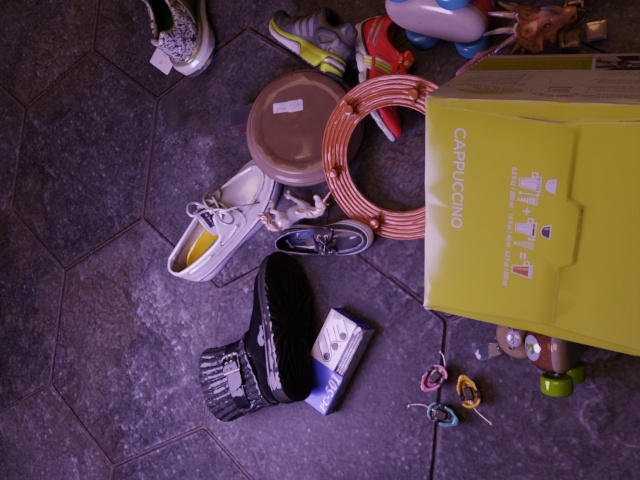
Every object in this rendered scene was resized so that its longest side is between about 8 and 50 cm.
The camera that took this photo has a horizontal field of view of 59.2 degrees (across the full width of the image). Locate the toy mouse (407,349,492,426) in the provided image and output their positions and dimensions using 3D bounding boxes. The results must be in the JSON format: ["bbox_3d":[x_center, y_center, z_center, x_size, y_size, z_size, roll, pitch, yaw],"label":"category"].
[{"bbox_3d":[0.238,0.302,1.101,0.143,0.031,0.161,-28,72,22],"label":"toy mouse"}]

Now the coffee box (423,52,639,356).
[{"bbox_3d":[0.366,-0.081,0.840,0.338,0.334,0.337,11,121,28],"label":"coffee box"}]

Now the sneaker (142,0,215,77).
[{"bbox_3d":[-0.391,-0.635,1.445,0.158,0.182,0.410,-23,74,24],"label":"sneaker"}]

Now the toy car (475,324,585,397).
[{"bbox_3d":[0.359,0.172,1.000,0.188,0.149,0.155,1,95,39],"label":"toy car"}]

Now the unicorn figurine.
[{"bbox_3d":[-0.056,-0.070,1.262,0.162,0.060,0.111,-41,51,-4],"label":"unicorn figurine"}]

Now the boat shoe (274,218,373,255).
[{"bbox_3d":[0.000,0.000,1.219,0.229,0.076,0.080,4,113,29],"label":"boat shoe"}]

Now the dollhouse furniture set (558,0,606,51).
[{"bbox_3d":[0.529,-0.437,1.015,0.182,0.101,0.160,1,109,27],"label":"dollhouse furniture set"}]

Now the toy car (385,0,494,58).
[{"bbox_3d":[0.256,-0.517,1.080,0.210,0.219,0.237,22,90,28],"label":"toy car"}]

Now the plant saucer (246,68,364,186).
[{"bbox_3d":[-0.040,-0.259,1.264,0.278,0.041,0.277,-2,82,13],"label":"plant saucer"}]

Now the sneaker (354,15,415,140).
[{"bbox_3d":[0.143,-0.350,1.184,0.118,0.107,0.278,-14,79,19],"label":"sneaker"}]

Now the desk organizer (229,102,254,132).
[{"bbox_3d":[-0.151,-0.302,1.358,0.130,0.050,0.047,-9,80,27],"label":"desk organizer"}]

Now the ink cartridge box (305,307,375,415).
[{"bbox_3d":[0.027,0.258,1.208,0.097,0.046,0.207,30,99,28],"label":"ink cartridge box"}]

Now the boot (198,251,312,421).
[{"bbox_3d":[-0.155,0.216,1.262,0.260,0.131,0.347,-23,59,39],"label":"boot"}]

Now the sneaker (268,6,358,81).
[{"bbox_3d":[-0.011,-0.456,1.243,0.121,0.111,0.300,-55,48,15],"label":"sneaker"}]

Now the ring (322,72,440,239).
[{"bbox_3d":[0.148,-0.159,1.125,0.337,0.032,0.336,11,114,25],"label":"ring"}]

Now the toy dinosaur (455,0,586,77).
[{"bbox_3d":[0.320,-0.318,1.029,0.296,0.200,0.127,-42,68,18],"label":"toy dinosaur"}]

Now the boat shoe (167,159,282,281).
[{"bbox_3d":[-0.243,-0.055,1.319,0.367,0.156,0.136,-48,66,15],"label":"boat shoe"}]

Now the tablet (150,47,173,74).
[{"bbox_3d":[-0.435,-0.498,1.553,0.083,0.006,0.054,39,103,26],"label":"tablet"}]
